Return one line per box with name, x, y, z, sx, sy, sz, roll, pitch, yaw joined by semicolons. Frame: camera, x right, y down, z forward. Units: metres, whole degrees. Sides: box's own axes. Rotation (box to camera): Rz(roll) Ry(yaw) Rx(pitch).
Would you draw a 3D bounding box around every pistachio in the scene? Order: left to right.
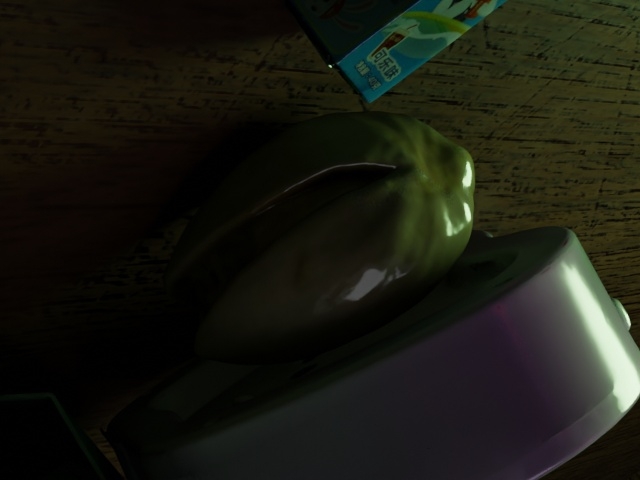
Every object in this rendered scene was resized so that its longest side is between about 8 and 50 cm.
pistachio;0.000;0.000;0.874;0.185;0.124;0.124;-29;161;15

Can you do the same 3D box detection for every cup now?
cup;-0.179;0.183;0.996;0.148;0.134;0.236;-59;169;-13

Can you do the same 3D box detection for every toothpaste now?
toothpaste;0.106;-0.169;0.752;0.266;0.050;0.065;-36;157;5

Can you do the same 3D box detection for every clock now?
clock;0.035;0.089;0.972;0.338;0.102;0.338;-26;-173;3
